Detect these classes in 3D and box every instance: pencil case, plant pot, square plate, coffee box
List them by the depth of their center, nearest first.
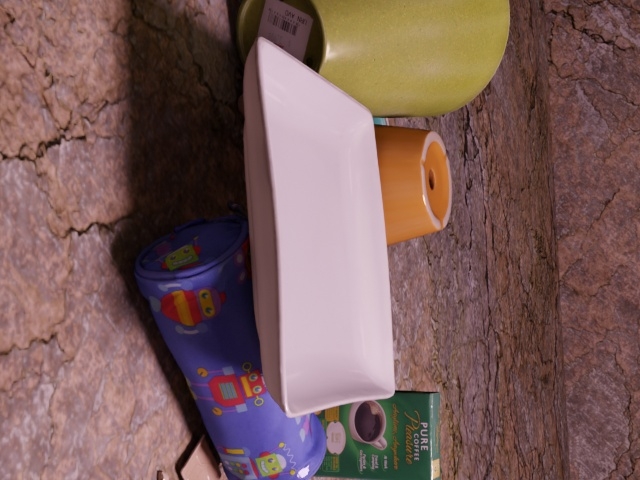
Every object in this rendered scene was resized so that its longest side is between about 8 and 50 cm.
[{"bbox_3d":[-0.088,0.114,1.032,0.133,0.119,0.306,-100,173,-61],"label":"pencil case"},{"bbox_3d":[0.000,0.000,1.059,0.344,0.049,0.347,15,70,-69],"label":"square plate"},{"bbox_3d":[0.041,-0.267,1.252,0.293,0.275,0.275,-22,108,-48],"label":"plant pot"},{"bbox_3d":[0.060,0.243,1.267,0.040,0.184,0.113,11,77,-65],"label":"coffee box"},{"bbox_3d":[0.064,-0.070,1.314,0.205,0.188,0.205,-3,90,-67],"label":"plant pot"}]

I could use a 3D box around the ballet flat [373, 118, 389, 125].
[{"bbox_3d":[0.065,-0.101,1.483,0.079,0.077,0.221,-69,157,-78],"label":"ballet flat"}]

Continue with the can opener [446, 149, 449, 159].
[{"bbox_3d":[0.132,-0.115,1.655,0.095,0.076,0.283,-65,162,16],"label":"can opener"}]

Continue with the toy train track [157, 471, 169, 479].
[{"bbox_3d":[-0.154,0.269,0.987,0.048,0.014,0.083,30,60,-62],"label":"toy train track"}]

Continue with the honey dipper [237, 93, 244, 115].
[{"bbox_3d":[-0.056,-0.174,1.254,0.161,0.030,0.030,-28,113,-66],"label":"honey dipper"}]

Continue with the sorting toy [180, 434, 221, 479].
[{"bbox_3d":[-0.130,0.250,1.046,0.083,0.012,0.062,-58,137,-54],"label":"sorting toy"}]
